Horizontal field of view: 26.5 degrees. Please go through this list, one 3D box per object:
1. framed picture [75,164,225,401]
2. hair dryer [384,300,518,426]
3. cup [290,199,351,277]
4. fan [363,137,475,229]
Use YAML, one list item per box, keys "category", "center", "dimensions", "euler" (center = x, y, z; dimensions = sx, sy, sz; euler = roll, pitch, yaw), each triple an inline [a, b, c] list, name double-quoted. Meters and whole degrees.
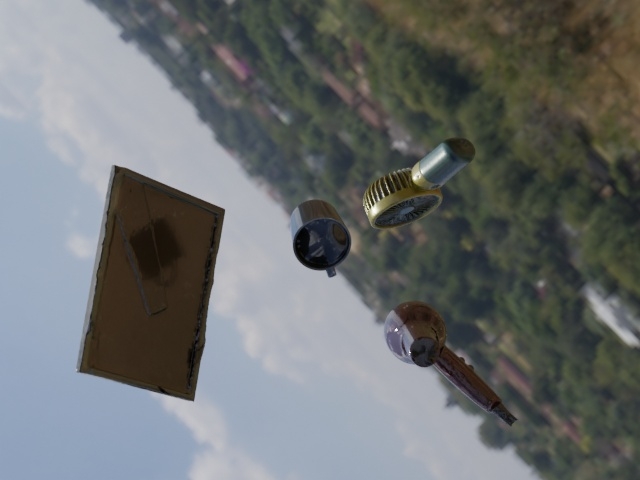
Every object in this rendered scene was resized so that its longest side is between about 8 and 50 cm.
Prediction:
- category: "framed picture"
  center: [-0.221, 0.060, 1.810]
  dimensions: [0.019, 0.281, 0.209]
  euler: [-6, 159, 41]
- category: "hair dryer"
  center: [0.271, 0.263, 2.654]
  dimensions: [0.340, 0.123, 0.312]
  euler: [42, -176, -10]
- category: "cup"
  center: [0.000, 0.000, 1.822]
  dimensions: [0.077, 0.078, 0.100]
  euler: [-109, 3, -65]
- category: "fan"
  center: [0.105, -0.063, 1.411]
  dimensions: [0.082, 0.155, 0.039]
  euler: [-4, -114, -39]
